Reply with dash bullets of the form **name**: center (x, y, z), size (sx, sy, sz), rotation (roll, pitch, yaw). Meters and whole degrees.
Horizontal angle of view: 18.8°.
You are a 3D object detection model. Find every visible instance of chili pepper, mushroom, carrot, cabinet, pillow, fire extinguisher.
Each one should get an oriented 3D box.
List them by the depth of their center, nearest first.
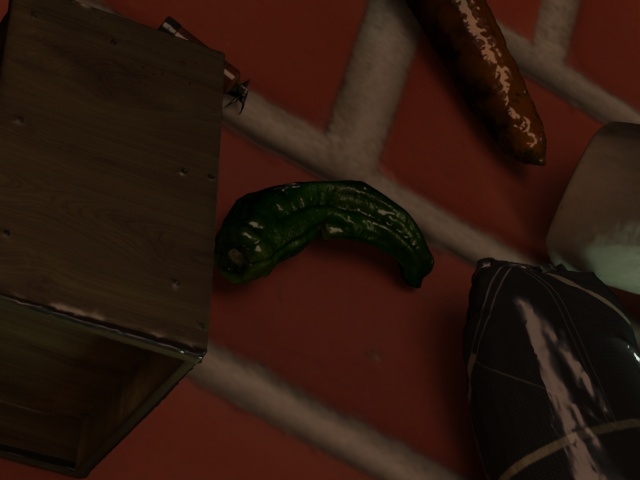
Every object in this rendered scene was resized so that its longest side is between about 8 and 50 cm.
- **cabinet**: center (-0.164, -0.005, 1.146), size (0.148, 0.175, 0.215), rotation (19, 53, -22)
- **pillow**: center (0.192, 0.163, 1.322), size (0.161, 0.092, 0.335), rotation (0, 62, -37)
- **chili pepper**: center (0.000, -0.005, 1.338), size (0.182, 0.050, 0.073), rotation (0, 54, -36)
- **mushroom**: center (0.358, 0.006, 1.373), size (0.397, 0.126, 0.177), rotation (21, 26, 40)
- **fire extinguisher**: center (-0.084, -0.124, 1.382), size (0.083, 0.022, 0.028), rotation (38, 85, -6)
- **carrot**: center (0.093, -0.189, 1.515), size (0.066, 0.066, 0.314), rotation (-17, 73, -39)
